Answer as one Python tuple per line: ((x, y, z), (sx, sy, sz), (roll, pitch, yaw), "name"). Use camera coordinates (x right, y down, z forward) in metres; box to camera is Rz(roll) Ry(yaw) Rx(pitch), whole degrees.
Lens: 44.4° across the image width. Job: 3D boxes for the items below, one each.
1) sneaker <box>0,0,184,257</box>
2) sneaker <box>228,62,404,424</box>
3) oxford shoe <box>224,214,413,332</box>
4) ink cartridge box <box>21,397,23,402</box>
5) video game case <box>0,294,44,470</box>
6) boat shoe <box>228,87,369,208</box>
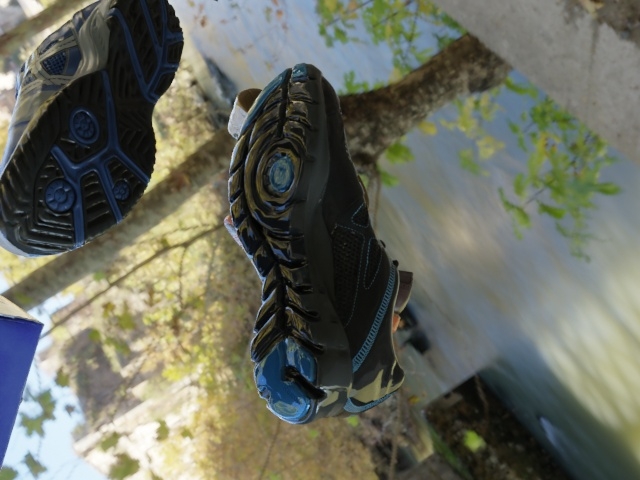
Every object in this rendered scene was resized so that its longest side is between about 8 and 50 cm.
((-0.149, -0.073, 0.481), (0.080, 0.081, 0.211), (54, -143, -38), "sneaker")
((0.000, 0.000, 0.758), (0.125, 0.139, 0.341), (-14, 75, 45), "sneaker")
((0.001, 0.019, 1.023), (0.271, 0.098, 0.097), (31, 169, -20), "oxford shoe")
((-0.576, 0.215, 1.074), (0.272, 0.115, 0.198), (36, 142, -15), "ink cartridge box")
((-0.321, 0.157, 0.605), (0.061, 0.270, 0.244), (17, 179, -41), "video game case")
((-0.039, -0.120, 1.247), (0.277, 0.098, 0.096), (46, 135, 11), "boat shoe")
